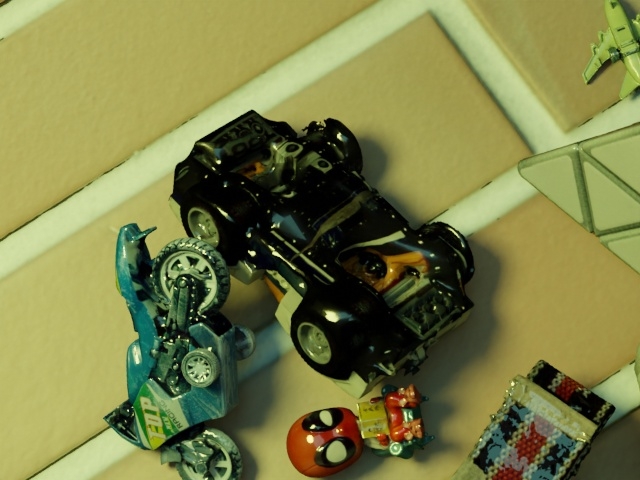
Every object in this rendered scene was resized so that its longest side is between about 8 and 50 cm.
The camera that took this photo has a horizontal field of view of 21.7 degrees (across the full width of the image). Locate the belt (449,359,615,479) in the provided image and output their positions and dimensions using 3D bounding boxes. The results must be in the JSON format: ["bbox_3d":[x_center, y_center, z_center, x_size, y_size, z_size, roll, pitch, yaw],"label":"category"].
[{"bbox_3d":[0.126,0.250,1.406,0.094,0.126,0.359,33,56,12],"label":"belt"}]

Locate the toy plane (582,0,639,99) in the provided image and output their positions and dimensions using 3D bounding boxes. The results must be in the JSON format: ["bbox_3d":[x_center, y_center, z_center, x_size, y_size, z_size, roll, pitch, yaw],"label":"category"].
[{"bbox_3d":[0.297,-0.193,1.621,0.102,0.040,0.111,-21,74,10],"label":"toy plane"}]

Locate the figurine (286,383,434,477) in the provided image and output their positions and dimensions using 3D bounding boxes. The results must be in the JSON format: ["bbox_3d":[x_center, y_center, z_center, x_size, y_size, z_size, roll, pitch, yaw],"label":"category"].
[{"bbox_3d":[0.031,0.174,1.519,0.140,0.075,0.068,-16,73,12],"label":"figurine"}]

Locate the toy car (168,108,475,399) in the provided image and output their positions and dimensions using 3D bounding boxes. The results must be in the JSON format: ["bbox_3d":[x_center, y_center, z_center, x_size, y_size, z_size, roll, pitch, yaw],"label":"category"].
[{"bbox_3d":[-0.001,0.000,1.546,0.301,0.118,0.193,42,53,19],"label":"toy car"}]

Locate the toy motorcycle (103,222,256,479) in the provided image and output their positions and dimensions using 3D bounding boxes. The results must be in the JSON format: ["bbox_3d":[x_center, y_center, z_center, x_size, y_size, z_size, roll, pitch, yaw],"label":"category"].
[{"bbox_3d":[-0.138,0.110,1.522,0.135,0.092,0.254,4,107,21],"label":"toy motorcycle"}]

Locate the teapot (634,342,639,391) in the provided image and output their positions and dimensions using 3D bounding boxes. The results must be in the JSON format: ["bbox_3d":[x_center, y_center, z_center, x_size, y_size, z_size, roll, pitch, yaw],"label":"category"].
[{"bbox_3d":[0.388,0.131,1.406,0.221,0.163,0.178,28,33,-4],"label":"teapot"}]

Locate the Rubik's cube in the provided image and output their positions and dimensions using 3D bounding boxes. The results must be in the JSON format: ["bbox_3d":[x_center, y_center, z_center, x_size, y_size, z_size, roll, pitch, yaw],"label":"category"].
[{"bbox_3d":[0.355,-0.058,1.519,0.228,0.233,0.228,21,28,-24],"label":"Rubik's cube"}]
